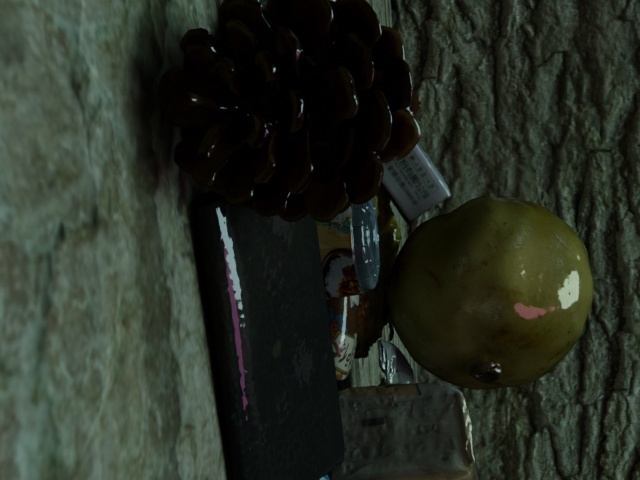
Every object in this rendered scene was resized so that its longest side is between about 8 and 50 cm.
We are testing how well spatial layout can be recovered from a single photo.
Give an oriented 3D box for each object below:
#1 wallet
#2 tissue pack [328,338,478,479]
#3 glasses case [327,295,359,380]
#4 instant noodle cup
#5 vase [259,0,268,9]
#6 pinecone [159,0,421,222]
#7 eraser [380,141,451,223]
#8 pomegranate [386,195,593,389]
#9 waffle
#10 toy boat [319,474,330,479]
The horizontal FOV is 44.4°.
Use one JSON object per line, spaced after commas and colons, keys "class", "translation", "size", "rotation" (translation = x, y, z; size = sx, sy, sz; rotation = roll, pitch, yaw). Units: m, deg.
{"class": "wallet", "translation": [-0.046, 0.100, 0.758], "size": [0.170, 0.044, 0.321], "rotation": [-25, 113, -56]}
{"class": "tissue pack", "translation": [0.134, 0.288, 1.254], "size": [0.305, 0.238, 0.238], "rotation": [57, 31, -67]}
{"class": "glasses case", "translation": [0.009, 0.024, 1.040], "size": [0.122, 0.082, 0.321], "rotation": [59, 29, -80]}
{"class": "instant noodle cup", "translation": [0.000, 0.000, 0.892], "size": [0.177, 0.125, 0.208], "rotation": [71, 19, -54]}
{"class": "vase", "translation": [-0.052, -0.227, 0.811], "size": [0.096, 0.096, 0.219], "rotation": [73, 14, -48]}
{"class": "pinecone", "translation": [-0.029, -0.107, 0.623], "size": [0.208, 0.207, 0.208], "rotation": [-4, 90, -79]}
{"class": "eraser", "translation": [0.099, -0.175, 1.278], "size": [0.287, 0.086, 0.130], "rotation": [54, 15, -8]}
{"class": "pomegranate", "translation": [0.277, 0.091, 1.276], "size": [0.332, 0.332, 0.332], "rotation": [-4, 90, -79]}
{"class": "waffle", "translation": [0.076, 0.046, 1.299], "size": [0.262, 0.060, 0.280], "rotation": [58, 44, -49]}
{"class": "toy boat", "translation": [-0.004, 0.362, 0.981], "size": [0.105, 0.034, 0.149], "rotation": [69, 20, -51]}
